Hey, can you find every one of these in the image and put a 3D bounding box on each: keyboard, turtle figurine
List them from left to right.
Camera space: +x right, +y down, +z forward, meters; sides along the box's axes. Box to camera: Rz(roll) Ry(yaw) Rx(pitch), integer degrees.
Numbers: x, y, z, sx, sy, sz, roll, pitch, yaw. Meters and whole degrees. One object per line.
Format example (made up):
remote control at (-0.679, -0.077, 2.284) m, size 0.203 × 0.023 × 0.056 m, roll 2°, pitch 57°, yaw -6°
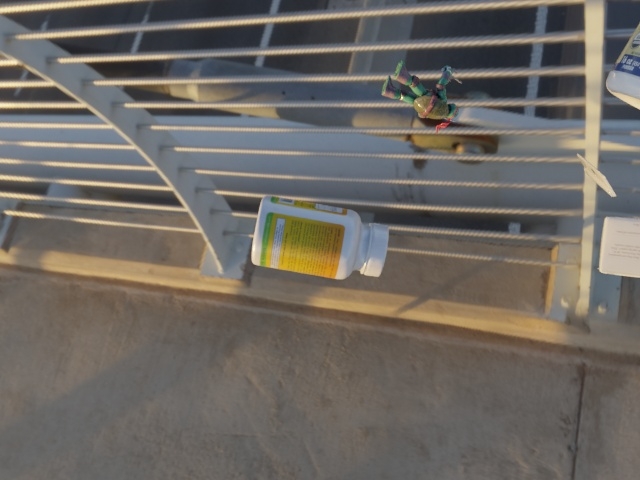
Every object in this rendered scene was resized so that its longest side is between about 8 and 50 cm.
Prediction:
turtle figurine at (0.289, -0.382, 1.655) m, size 0.118 × 0.234 × 0.175 m, roll -83°, pitch 20°, yaw -43°
keyboard at (0.800, -0.194, 1.817) m, size 0.014 × 0.256 × 0.072 m, roll -27°, pitch 107°, yaw 15°

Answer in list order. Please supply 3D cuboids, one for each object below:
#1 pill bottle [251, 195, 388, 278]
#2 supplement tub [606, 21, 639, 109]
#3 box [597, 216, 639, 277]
pill bottle at (0.000, 0.000, 1.197) m, size 0.246 × 0.136 × 0.136 m, roll 10°, pitch 72°, yaw -1°
supplement tub at (0.704, -0.376, 1.135) m, size 0.228 × 0.228 × 0.316 m, roll 36°, pitch 110°, yaw 30°
box at (0.690, 0.016, 1.319) m, size 0.182 × 0.181 × 0.119 m, roll 7°, pitch 94°, yaw 24°
